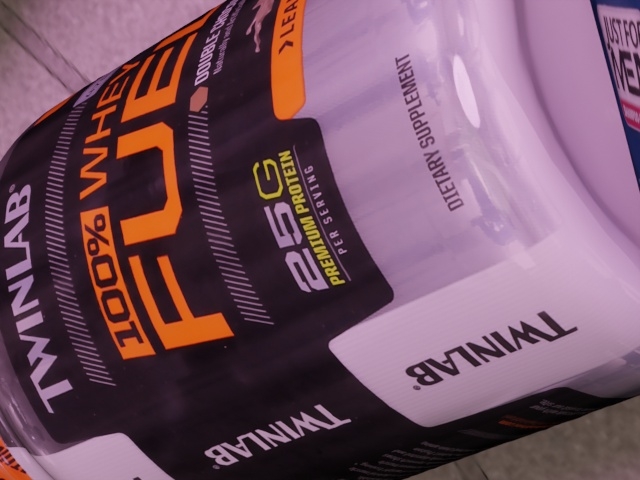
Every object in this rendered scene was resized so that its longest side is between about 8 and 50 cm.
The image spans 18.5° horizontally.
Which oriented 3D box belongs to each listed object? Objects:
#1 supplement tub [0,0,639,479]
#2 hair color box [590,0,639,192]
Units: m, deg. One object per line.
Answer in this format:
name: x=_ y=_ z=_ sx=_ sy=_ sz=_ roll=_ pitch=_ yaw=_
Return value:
supplement tub: x=0.000 y=0.000 z=0.798 sx=0.338 sy=0.207 sz=0.207 roll=-26 pitch=91 yaw=38
hair color box: x=0.212 y=0.060 z=0.607 sx=0.174 sy=0.105 sz=0.347 roll=-15 pitch=99 yaw=0
